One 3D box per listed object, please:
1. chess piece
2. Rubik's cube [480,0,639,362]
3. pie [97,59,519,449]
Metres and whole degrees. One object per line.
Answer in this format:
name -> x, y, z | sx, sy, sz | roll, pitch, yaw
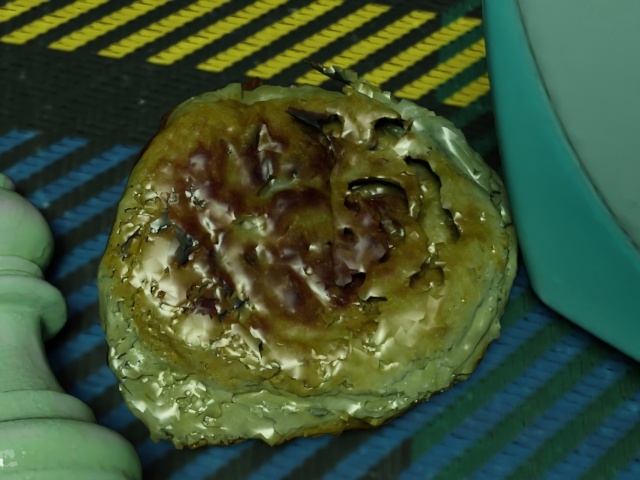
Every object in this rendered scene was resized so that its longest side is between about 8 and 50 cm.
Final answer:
chess piece -> -0.196, 0.062, 0.442 | 0.139, 0.139, 0.271 | -14, 55, -10
Rubik's cube -> 0.319, -0.105, 0.365 | 0.351, 0.352, 0.347 | 29, 63, 37
pie -> 0.000, 0.001, 0.491 | 0.308, 0.085, 0.308 | 2, 64, -4
